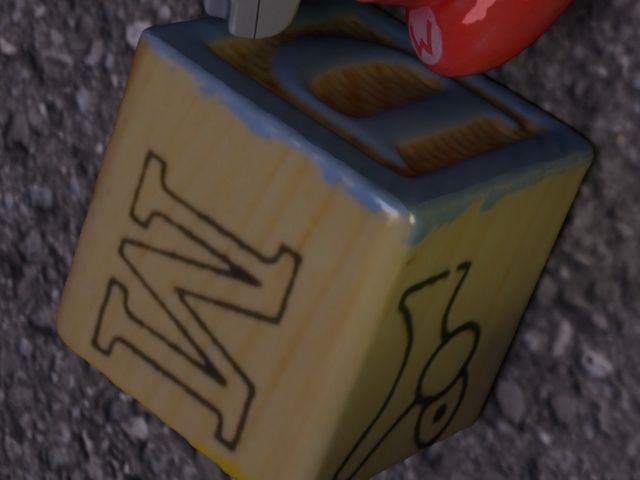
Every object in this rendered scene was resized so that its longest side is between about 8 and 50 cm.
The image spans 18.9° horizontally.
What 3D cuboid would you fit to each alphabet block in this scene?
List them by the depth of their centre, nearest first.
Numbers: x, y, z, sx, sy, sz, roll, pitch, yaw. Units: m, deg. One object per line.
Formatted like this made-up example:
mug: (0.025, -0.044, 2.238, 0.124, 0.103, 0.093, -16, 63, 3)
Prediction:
alphabet block: (0.000, 0.000, 1.056, 0.193, 0.192, 0.197, 36, 122, 27)

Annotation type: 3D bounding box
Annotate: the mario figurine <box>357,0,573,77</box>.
mario figurine: (0.046, -0.240, 0.952, 0.170, 0.198, 0.320, -2, 98, 26)

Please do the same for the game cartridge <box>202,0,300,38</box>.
game cartridge: (-0.027, -0.278, 1.006, 0.062, 0.198, 0.297, 5, 117, -7)
